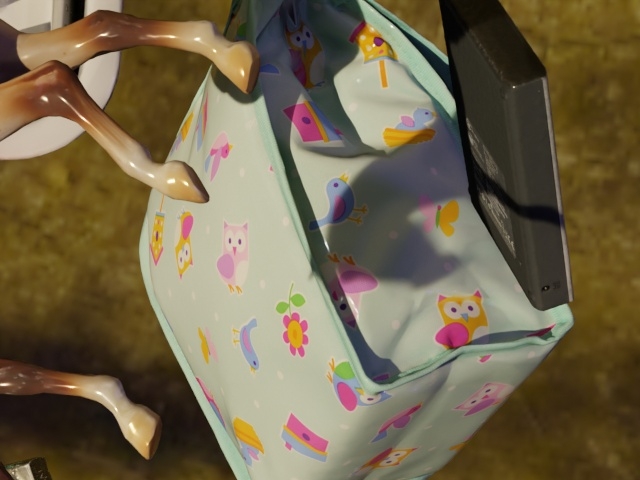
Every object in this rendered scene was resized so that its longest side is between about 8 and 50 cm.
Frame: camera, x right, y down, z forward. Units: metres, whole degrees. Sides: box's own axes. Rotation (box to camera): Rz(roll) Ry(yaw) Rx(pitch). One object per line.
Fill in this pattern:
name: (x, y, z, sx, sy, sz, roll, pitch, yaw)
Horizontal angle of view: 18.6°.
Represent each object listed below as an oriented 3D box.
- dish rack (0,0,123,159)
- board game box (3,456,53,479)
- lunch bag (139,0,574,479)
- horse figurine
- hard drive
dish rack: (-0.259, -0.176, 0.920, 0.333, 0.285, 0.072, 3, 170, -9)
board game box: (-0.212, 0.247, 1.310, 0.126, 0.026, 0.186, -18, 94, 20)
lunch bag: (0.000, 0.000, 1.113, 0.160, 0.262, 0.223, -14, 156, -26)
horse figurine: (-0.123, -0.004, 0.636, 0.174, 0.263, 0.066, 15, -169, 7)
hard drive: (0.085, -0.046, 0.901, 0.022, 0.094, 0.135, -19, 132, -6)
